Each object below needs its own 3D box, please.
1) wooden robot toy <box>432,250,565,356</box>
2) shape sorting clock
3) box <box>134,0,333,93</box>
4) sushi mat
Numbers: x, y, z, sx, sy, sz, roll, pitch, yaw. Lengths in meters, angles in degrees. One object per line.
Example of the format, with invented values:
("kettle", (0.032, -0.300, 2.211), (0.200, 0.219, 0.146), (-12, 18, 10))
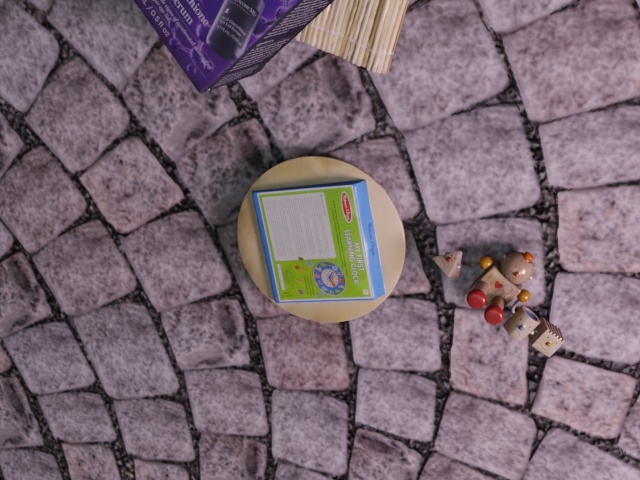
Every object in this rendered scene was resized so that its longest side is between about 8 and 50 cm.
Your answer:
("wooden robot toy", (0.210, 0.051, 1.032), (0.173, 0.076, 0.079), (41, 111, 0))
("shape sorting clock", (0.000, 0.000, 1.107), (0.206, 0.040, 0.206), (8, 112, 19))
("box", (-0.077, -0.275, 0.955), (0.207, 0.108, 0.153), (-37, 89, 36))
("sushi mat", (0.042, -0.339, 0.948), (0.151, 0.019, 0.316), (23, 120, 12))
